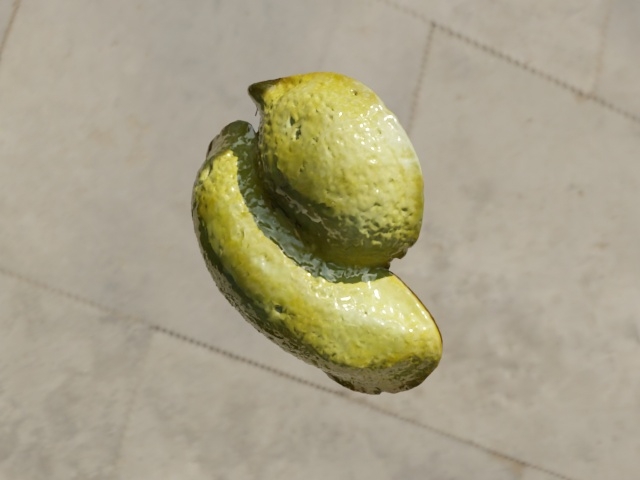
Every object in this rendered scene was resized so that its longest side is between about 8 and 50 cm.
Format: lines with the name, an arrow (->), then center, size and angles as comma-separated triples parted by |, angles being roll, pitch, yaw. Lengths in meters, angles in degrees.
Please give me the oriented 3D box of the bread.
bread -> 0.000, 0.000, 0.904 | 0.065, 0.149, 0.188 | -21, 76, -50
